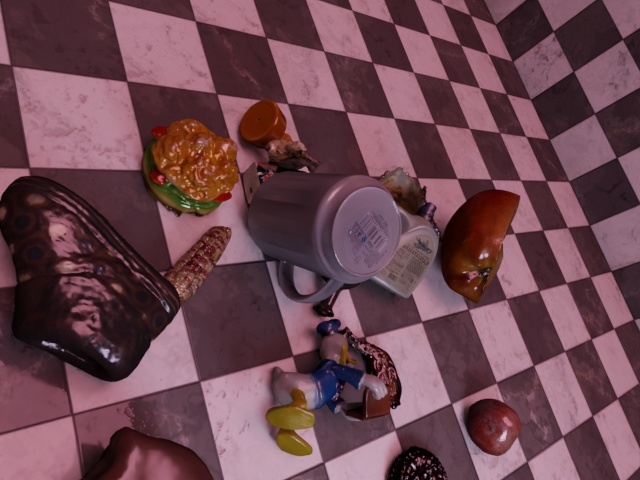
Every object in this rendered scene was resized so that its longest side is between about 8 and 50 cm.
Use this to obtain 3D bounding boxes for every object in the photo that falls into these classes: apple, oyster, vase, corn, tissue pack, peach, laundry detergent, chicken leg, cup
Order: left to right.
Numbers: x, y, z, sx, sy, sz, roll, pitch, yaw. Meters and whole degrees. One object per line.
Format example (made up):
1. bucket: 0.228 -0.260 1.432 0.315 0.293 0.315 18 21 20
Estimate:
1. corn: -0.275 0.046 1.157 0.079 0.079 0.237 42 45 -14
2. tissue pack: -0.111 -0.142 1.379 0.170 0.090 0.103 5 61 -38
3. oyster: -0.067 -0.232 1.391 0.163 0.191 0.081 9 87 -25
4. cup: 0.000 0.000 1.212 0.237 0.327 0.322 6 95 -37
5. vase: 0.039 0.115 1.358 0.120 0.120 0.182 36 64 -19
6. chicken leg: 0.138 0.327 1.363 0.106 0.051 0.253 -34 87 -39
7. laundry detergent: 0.237 0.005 1.484 0.215 0.105 0.280 30 87 -18
8. oyster: 0.273 -0.080 1.601 0.337 0.198 0.133 40 14 -24
9. apple: 0.529 0.022 1.660 0.328 0.295 0.365 61 38 -10
10. peach: 0.493 0.530 1.497 0.152 0.152 0.152 19 56 -31

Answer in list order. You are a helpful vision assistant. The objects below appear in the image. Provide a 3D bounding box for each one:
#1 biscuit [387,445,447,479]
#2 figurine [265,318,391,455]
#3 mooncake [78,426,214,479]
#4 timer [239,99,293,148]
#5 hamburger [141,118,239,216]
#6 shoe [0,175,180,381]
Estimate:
1. biscuit: 0.247 0.618 1.289 0.195 0.053 0.194 19 57 -32
2. figurine: 0.034 0.310 1.194 0.284 0.204 0.338 14 42 -4
3. mooncake: -0.334 0.472 0.808 0.334 0.174 0.325 28 50 -23
4. timer: -0.130 -0.298 1.448 0.152 0.132 0.131 35 45 -52
5. hamburger: -0.297 -0.180 1.208 0.237 0.149 0.237 18 58 -32
6. shoe: -0.452 0.080 0.923 0.384 0.171 0.237 49 41 -18
